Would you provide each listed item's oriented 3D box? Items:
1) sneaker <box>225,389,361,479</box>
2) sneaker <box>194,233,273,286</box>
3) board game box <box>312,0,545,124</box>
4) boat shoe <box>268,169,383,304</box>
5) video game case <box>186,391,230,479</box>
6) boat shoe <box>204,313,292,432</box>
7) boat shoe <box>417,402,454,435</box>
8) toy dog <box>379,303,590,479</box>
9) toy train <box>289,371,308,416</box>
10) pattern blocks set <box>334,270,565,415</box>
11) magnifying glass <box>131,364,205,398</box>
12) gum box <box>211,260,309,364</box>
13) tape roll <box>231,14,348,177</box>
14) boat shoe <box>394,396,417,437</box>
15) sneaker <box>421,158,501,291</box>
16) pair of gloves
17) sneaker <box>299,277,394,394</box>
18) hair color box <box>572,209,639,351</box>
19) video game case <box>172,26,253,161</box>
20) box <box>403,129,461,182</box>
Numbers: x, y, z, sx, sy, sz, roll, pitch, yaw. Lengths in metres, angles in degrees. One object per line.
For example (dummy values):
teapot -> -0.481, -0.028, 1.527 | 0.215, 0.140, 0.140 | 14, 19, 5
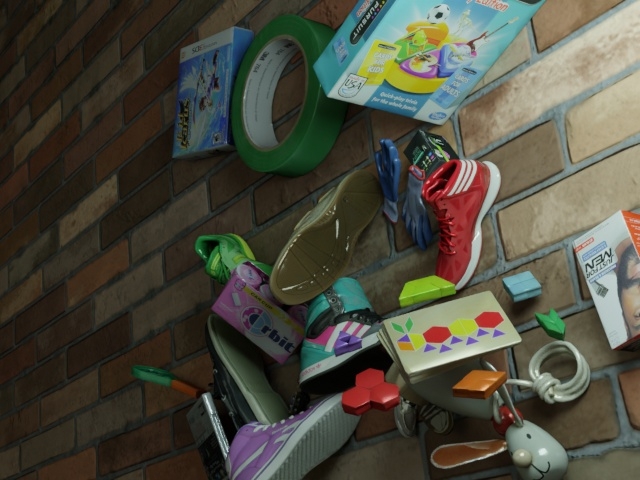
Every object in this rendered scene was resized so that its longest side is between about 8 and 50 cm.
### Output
sneaker -> -0.062, 0.345, 1.858 | 0.282, 0.102, 0.161 | -42, 41, -2
sneaker -> -0.172, 0.071, 2.114 | 0.295, 0.123, 0.109 | 36, 111, 50
board game box -> 0.183, -0.343, 1.606 | 0.336, 0.253, 0.079 | -51, 47, 35
boat shoe -> 0.000, 0.000, 1.827 | 0.302, 0.109, 0.098 | -55, 16, -28
video game case -> -0.224, 0.417, 2.119 | 0.173, 0.022, 0.190 | 68, 156, 15
boat shoe -> -0.166, 0.295, 2.061 | 0.113, 0.127, 0.340 | -50, 55, 19
boat shoe -> 0.180, 0.253, 1.665 | 0.056, 0.049, 0.152 | -42, 48, 18
toy dog -> 0.205, 0.219, 1.500 | 0.333, 0.161, 0.220 | 16, 92, 46
toy train -> -0.029, 0.264, 1.963 | 0.036, 0.027, 0.158 | 34, 110, 55
pattern blocks set -> 0.180, 0.138, 1.471 | 0.285, 0.324, 0.026 | -97, -6, -59
magnifying glass -> -0.346, 0.322, 2.345 | 0.231, 0.092, 0.026 | 10, 88, 43
gum box -> -0.110, 0.135, 1.976 | 0.188, 0.062, 0.107 | 38, 124, 1
tape roll -> -0.066, -0.290, 2.083 | 0.321, 0.077, 0.321 | -14, 72, 51
boat shoe -> 0.146, 0.278, 1.719 | 0.035, 0.035, 0.100 | -38, 48, 47
sneaker -> 0.196, -0.028, 1.632 | 0.087, 0.128, 0.221 | 24, 102, 53
pair of gloves -> 0.141, -0.082, 1.755 | 0.198, 0.023, 0.159 | -127, 27, -51
sneaker -> 0.080, 0.138, 1.771 | 0.295, 0.123, 0.178 | -26, 53, 31
hair color box -> 0.413, 0.055, 1.386 | 0.093, 0.053, 0.167 | -41, 53, 41
video game case -> -0.249, -0.329, 2.353 | 0.244, 0.061, 0.270 | -6, 78, 54
box -> 0.189, -0.136, 1.718 | 0.052, 0.062, 0.083 | -56, 43, 29
